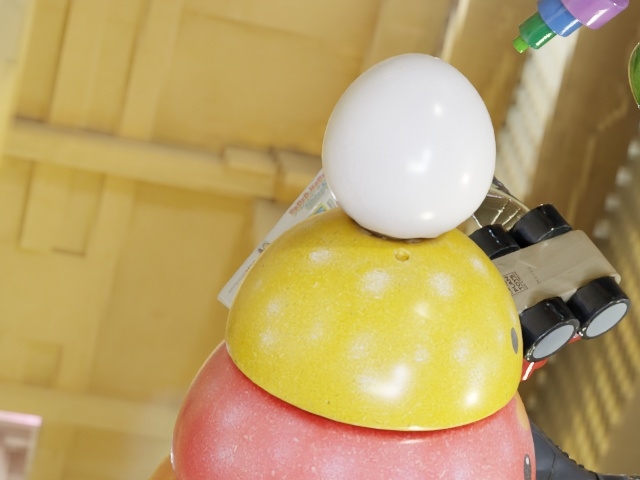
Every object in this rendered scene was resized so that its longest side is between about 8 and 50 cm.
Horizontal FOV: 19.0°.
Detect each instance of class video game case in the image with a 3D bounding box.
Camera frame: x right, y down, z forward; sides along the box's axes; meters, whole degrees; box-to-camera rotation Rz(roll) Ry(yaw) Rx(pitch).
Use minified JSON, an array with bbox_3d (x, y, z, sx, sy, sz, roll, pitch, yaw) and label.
[{"bbox_3d":[-0.001,0.002,1.815,0.206,0.026,0.227,-50,164,-3],"label":"video game case"}]

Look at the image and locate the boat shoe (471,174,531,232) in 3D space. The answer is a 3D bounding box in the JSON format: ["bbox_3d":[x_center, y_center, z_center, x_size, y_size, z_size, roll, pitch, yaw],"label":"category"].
[{"bbox_3d":[0.172,-0.050,2.014,0.056,0.152,0.049,-40,-151,35],"label":"boat shoe"}]

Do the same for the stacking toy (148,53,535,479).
[{"bbox_3d":[0.035,0.100,1.348,0.350,0.351,0.480,-105,-158,-60],"label":"stacking toy"}]

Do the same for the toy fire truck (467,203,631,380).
[{"bbox_3d":[0.126,0.092,1.718,0.158,0.217,0.246,53,-35,26],"label":"toy fire truck"}]

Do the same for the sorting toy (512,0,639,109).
[{"bbox_3d":[0.295,-0.076,1.684,0.126,0.365,0.127,-38,180,31],"label":"sorting toy"}]

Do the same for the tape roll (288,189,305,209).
[{"bbox_3d":[0.000,0.000,2.300,0.189,0.080,0.189,-51,171,-11],"label":"tape roll"}]

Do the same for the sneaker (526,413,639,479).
[{"bbox_3d":[0.276,0.255,2.048,0.226,0.163,0.086,-104,-167,-50],"label":"sneaker"}]
